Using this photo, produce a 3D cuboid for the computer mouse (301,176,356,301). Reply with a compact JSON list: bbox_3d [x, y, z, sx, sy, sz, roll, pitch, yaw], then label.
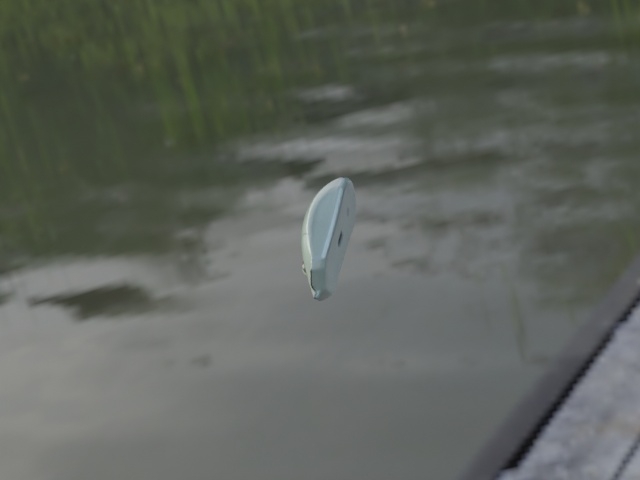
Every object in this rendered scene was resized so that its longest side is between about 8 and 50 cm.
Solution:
[{"bbox_3d":[0.000,0.000,1.413,0.032,0.056,0.110,5,54,16],"label":"computer mouse"}]
